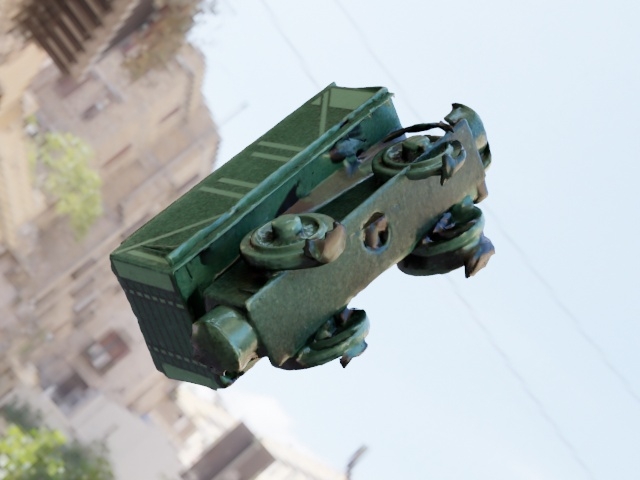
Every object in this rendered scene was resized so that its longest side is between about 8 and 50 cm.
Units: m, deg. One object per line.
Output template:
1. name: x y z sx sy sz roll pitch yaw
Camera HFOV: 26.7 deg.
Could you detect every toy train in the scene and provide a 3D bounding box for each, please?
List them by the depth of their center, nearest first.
1. toy train: 0.000 0.000 0.864 0.154 0.269 0.115 4 -54 46
